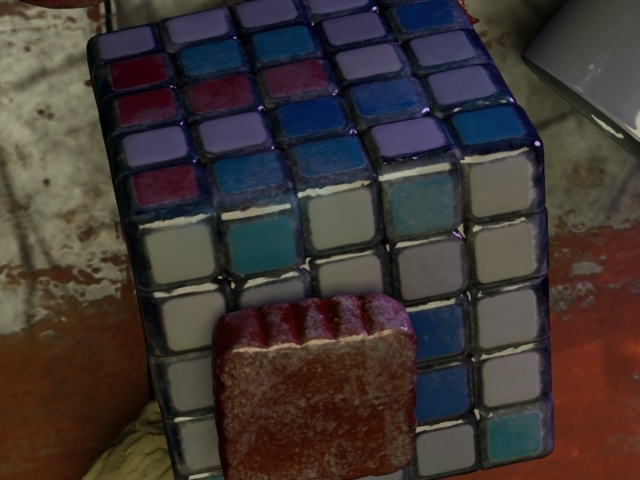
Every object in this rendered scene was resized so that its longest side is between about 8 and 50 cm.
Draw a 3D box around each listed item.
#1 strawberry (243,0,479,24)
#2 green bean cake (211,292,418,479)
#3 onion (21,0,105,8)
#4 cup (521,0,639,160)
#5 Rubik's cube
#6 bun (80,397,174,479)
[{"bbox_3d":[0.026,-0.180,1.450,0.188,0.082,0.121,2,120,-19],"label":"strawberry"},{"bbox_3d":[-0.004,0.100,1.197,0.135,0.056,0.136,-5,125,-7],"label":"green bean cake"},{"bbox_3d":[-0.205,-0.243,1.369,0.159,0.159,0.195,42,127,-15],"label":"onion"},{"bbox_3d":[0.332,-0.197,1.417,0.205,0.205,0.312,38,95,-15],"label":"cup"},{"bbox_3d":[0.000,0.000,1.341,0.292,0.287,0.293,-13,125,-4],"label":"Rubik's cube"},{"bbox_3d":[-0.104,0.201,1.462,0.244,0.244,0.153,-27,101,-1],"label":"bun"}]
